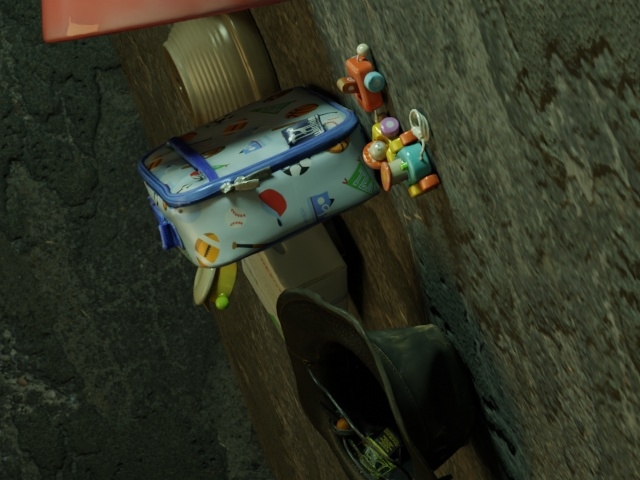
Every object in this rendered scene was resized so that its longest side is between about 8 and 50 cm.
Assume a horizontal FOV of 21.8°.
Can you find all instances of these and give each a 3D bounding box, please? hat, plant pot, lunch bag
[{"bbox_3d":[0.086,0.169,1.766,0.331,0.134,0.331,53,160,28],"label":"hat"},{"bbox_3d":[-0.182,-0.350,1.764,0.275,0.275,0.243,-153,52,-76],"label":"plant pot"},{"bbox_3d":[-0.079,-0.072,1.824,0.303,0.243,0.115,-141,29,-72],"label":"lunch bag"},{"bbox_3d":[-0.139,-0.227,2.209,0.237,0.110,0.237,158,90,-81],"label":"plant pot"}]

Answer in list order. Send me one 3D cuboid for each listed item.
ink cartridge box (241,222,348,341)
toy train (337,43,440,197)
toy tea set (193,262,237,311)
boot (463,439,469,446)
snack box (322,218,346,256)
[{"bbox_3d":[-0.036,0.035,2.155,0.154,0.093,0.212,59,170,24],"label":"ink cartridge box"},{"bbox_3d":[0.058,-0.107,1.582,0.166,0.046,0.125,-125,15,-54],"label":"toy train"},{"bbox_3d":[-0.105,-0.040,2.463,0.336,0.124,0.200,-96,26,-54],"label":"toy tea set"},{"bbox_3d":[0.129,0.164,1.850,0.118,0.042,0.087,45,147,38],"label":"boot"},{"bbox_3d":[0.000,0.000,2.221,0.064,0.022,0.178,65,170,1],"label":"snack box"}]
